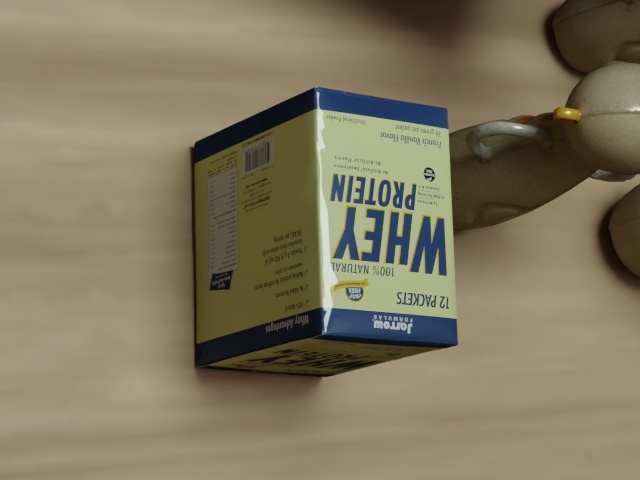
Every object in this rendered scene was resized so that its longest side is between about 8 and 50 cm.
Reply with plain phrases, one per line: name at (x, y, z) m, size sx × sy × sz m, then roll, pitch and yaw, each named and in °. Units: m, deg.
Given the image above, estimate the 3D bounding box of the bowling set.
bowling set at (0.183, -0.078, 0.776) m, size 0.287 × 0.154 × 0.200 m, roll 13°, pitch 71°, yaw -32°

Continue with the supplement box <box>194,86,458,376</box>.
supplement box at (0.000, 0.000, 0.672) m, size 0.056 × 0.083 × 0.083 m, roll 6°, pitch 76°, yaw -33°
